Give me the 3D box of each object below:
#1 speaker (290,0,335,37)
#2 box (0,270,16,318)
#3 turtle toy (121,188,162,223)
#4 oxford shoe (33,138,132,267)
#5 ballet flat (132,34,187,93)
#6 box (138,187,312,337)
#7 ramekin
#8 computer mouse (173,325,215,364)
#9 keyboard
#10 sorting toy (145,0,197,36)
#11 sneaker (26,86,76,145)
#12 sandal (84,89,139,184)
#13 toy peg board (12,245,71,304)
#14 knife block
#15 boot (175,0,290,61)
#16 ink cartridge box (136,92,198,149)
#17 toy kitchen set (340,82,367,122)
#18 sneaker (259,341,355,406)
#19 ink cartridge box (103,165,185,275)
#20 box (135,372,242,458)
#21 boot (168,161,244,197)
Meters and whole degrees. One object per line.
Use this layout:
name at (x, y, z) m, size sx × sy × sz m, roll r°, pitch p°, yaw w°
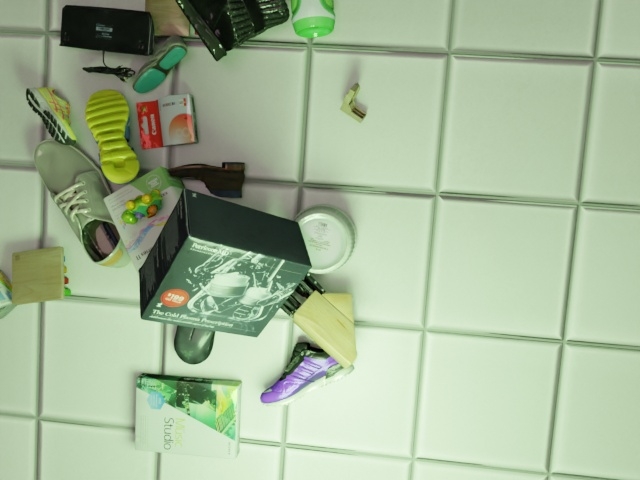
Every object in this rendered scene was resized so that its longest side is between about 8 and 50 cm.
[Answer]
speaker at (-0.028, -0.724, 1.526) m, size 0.131 × 0.131 × 0.297 m, roll -4°, pitch 95°, yaw 6°
box at (-1.038, 0.143, 1.696) m, size 0.103 × 0.114 × 0.203 m, roll -41°, pitch 90°, yaw 8°
turtle toy at (-0.488, -0.089, 1.516) m, size 0.130 × 0.095 × 0.066 m, roll -20°, pitch 103°, yaw 9°
oxford shoe at (-0.703, -0.112, 1.640) m, size 0.169 × 0.130 × 0.449 m, roll -33°, pitch 89°, yaw 9°
ballet flat at (-0.470, -0.514, 1.616) m, size 0.213 × 0.072 × 0.068 m, roll -35°, pitch 60°, yaw 21°
box at (-0.256, 0.074, 1.455) m, size 0.343 × 0.179 × 0.312 m, roll 15°, pitch 127°, yaw -31°
ramekin at (0.000, 0.000, 1.593) m, size 0.207 × 0.109 × 0.207 m, roll 0°, pitch 95°, yaw 6°
computer mouse at (-0.378, 0.249, 1.667) m, size 0.188 × 0.072 × 0.272 m, roll 13°, pitch 96°, yaw 4°
keyboard at (-0.624, -0.571, 1.615) m, size 0.317 × 0.033 × 0.202 m, roll 12°, pitch 100°, yaw 17°
sorting toy at (-0.428, -0.656, 1.609) m, size 0.274 × 0.046 × 0.132 m, roll 3°, pitch 95°, yaw 5°
sneaker at (-0.774, -0.376, 1.642) m, size 0.208 × 0.094 × 0.081 m, roll 55°, pitch 137°, yaw 2°
sandal at (-0.605, -0.290, 1.618) m, size 0.126 × 0.138 × 0.318 m, roll -9°, pitch 74°, yaw -17°
toy peg board at (-0.850, 0.112, 1.707) m, size 0.161 × 0.079 × 0.161 m, roll -8°, pitch 78°, yaw 5°
knife block at (-0.028, 0.226, 1.579) m, size 0.242 × 0.088 × 0.276 m, roll -1°, pitch 69°, yaw -6°
boot at (-0.268, -0.696, 1.503) m, size 0.260 × 0.131 × 0.348 m, roll -35°, pitch 118°, yaw -1°
ink cartridge box at (-0.458, -0.352, 1.639) m, size 0.179 × 0.045 × 0.146 m, roll -6°, pitch 94°, yaw 3°
toy kitchen set at (0.112, -0.398, 1.574) m, size 0.075 × 0.083 × 0.068 m, roll 35°, pitch 55°, yaw 1°
sneaker at (-0.059, 0.377, 1.640) m, size 0.293 × 0.102 × 0.146 m, roll -25°, pitch 89°, yaw 1°
ink cartridge box at (-0.447, -0.008, 1.605) m, size 0.207 × 0.119 × 0.354 m, roll -29°, pitch 83°, yaw 7°
box at (-0.405, 0.537, 1.700) m, size 0.321 × 0.058 × 0.232 m, roll 3°, pitch 95°, yaw 4°
boot at (-0.327, -0.171, 1.608) m, size 0.219 × 0.082 × 0.106 m, roll -4°, pitch 102°, yaw -12°
